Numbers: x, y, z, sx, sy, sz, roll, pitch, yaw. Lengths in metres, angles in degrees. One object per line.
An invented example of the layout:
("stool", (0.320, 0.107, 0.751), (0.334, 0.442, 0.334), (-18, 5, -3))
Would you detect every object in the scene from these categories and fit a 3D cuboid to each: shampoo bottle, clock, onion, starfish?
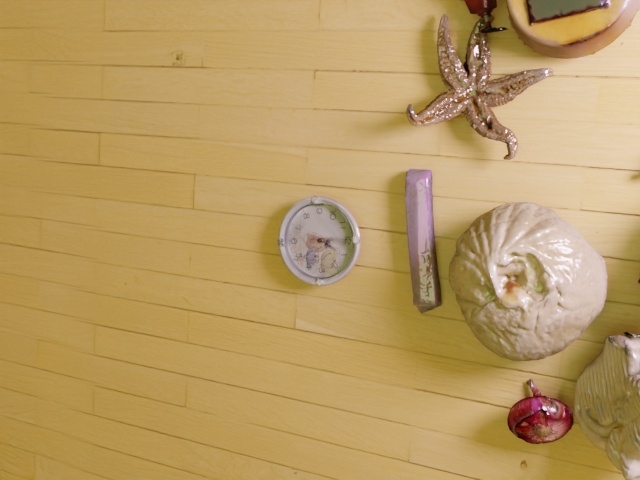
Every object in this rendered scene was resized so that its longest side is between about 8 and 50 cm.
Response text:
("shampoo bottle", (0.357, -0.595, 1.489), (0.153, 0.071, 0.285), (-14, 90, 68))
("clock", (0.000, 0.000, 1.745), (0.236, 0.053, 0.237), (1, 94, 22))
("onion", (0.510, 0.394, 1.559), (0.149, 0.140, 0.150), (0, 135, 0))
("starfish", (0.350, -0.350, 1.538), (0.327, 0.094, 0.375), (-35, 79, 2))

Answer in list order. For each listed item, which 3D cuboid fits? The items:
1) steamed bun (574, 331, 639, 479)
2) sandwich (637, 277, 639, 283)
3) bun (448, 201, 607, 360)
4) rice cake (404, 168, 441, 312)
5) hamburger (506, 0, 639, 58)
("steamed bun", (0.702, 0.347, 1.411), (0.207, 0.268, 0.280), (8, 116, -13))
("sandwich", (0.857, 0.028, 1.371), (0.301, 0.099, 0.272), (26, 101, 22))
("bun", (0.451, 0.099, 1.476), (0.348, 0.227, 0.353), (21, 105, 17))
("rice cake", (0.251, 0.004, 1.641), (0.072, 0.056, 0.365), (-2, 94, 25))
("hamburger", (0.537, -0.538, 1.405), (0.301, 0.170, 0.302), (7, 106, 25))
